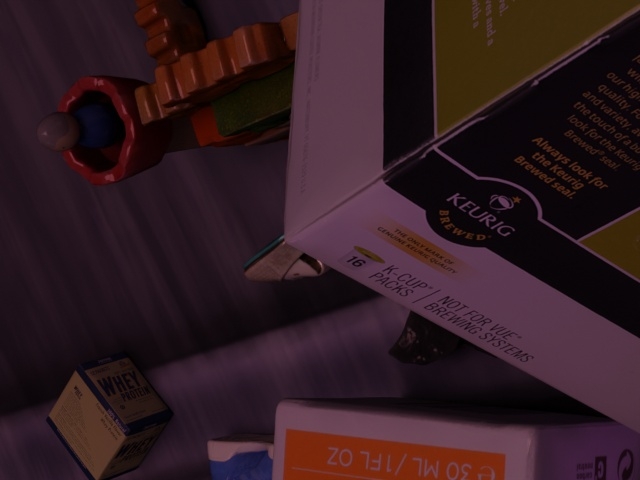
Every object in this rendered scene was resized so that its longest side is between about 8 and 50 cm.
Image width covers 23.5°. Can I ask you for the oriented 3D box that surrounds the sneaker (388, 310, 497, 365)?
[{"bbox_3d":[0.107,0.023,1.138,0.089,0.051,0.170,22,116,30],"label":"sneaker"}]

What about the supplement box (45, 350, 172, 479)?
[{"bbox_3d":[-0.195,0.163,1.415,0.083,0.056,0.083,49,126,21],"label":"supplement box"}]

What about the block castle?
[{"bbox_3d":[-0.047,-0.234,1.103,0.453,0.212,0.303,-20,87,40],"label":"block castle"}]

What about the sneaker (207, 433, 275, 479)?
[{"bbox_3d":[-0.036,0.208,1.291,0.152,0.058,0.085,-7,90,45],"label":"sneaker"}]

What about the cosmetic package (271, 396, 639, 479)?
[{"bbox_3d":[0.086,0.345,1.090,0.230,0.161,0.453,0,86,40],"label":"cosmetic package"}]

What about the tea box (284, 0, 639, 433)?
[{"bbox_3d":[0.207,-0.083,0.815,0.323,0.329,0.220,-31,43,39],"label":"tea box"}]

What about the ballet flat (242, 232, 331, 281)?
[{"bbox_3d":[0.000,0.000,1.221,0.168,0.057,0.052,-41,83,38],"label":"ballet flat"}]
